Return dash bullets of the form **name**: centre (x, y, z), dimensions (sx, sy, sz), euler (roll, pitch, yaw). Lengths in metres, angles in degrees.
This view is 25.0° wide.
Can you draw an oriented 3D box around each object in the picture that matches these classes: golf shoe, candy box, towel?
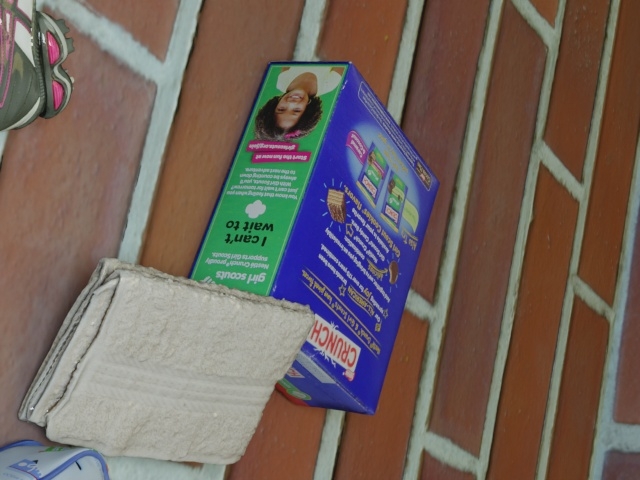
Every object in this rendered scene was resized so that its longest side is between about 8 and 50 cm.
- **golf shoe**: centre (-0.285, -0.218, 1.191), dimensions (0.120, 0.105, 0.272), euler (-31, 117, -45)
- **candy box**: centre (0.000, 0.000, 1.635), dimensions (0.268, 0.122, 0.317), euler (49, 51, -48)
- **towel**: centre (-0.138, 0.122, 1.380), dimensions (0.282, 0.049, 0.187), euler (15, 110, -46)

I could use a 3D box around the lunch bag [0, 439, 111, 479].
- **lunch bag**: centre (-0.257, 0.337, 1.252), dimensions (0.243, 0.115, 0.303), euler (-27, 113, -57)
